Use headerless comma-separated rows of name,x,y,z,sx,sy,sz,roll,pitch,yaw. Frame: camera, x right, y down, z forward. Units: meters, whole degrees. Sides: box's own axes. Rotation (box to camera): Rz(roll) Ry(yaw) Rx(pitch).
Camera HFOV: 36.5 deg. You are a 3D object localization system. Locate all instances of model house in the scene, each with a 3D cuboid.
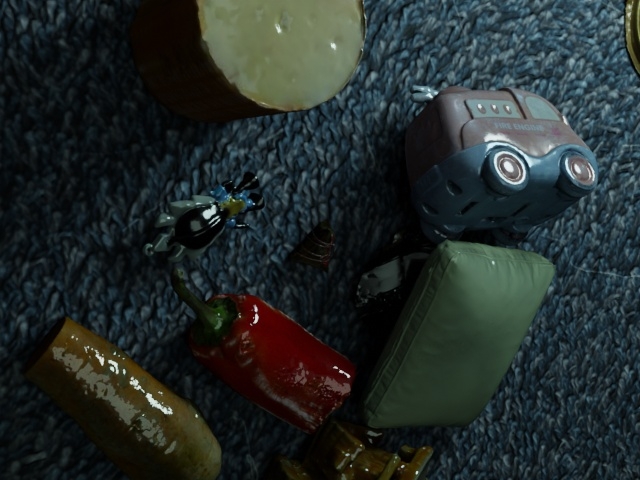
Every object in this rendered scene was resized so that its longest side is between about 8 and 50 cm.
model house,0.020,0.373,1.423,0.229,0.219,0.199,17,95,19

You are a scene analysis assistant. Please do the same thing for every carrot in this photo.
carrot,-0.260,0.236,1.310,0.302,0.139,0.138,42,76,-20

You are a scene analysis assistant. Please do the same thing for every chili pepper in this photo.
chili pepper,-0.113,0.140,1.373,0.338,0.131,0.134,35,103,-27

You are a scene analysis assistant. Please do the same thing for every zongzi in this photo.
zongzi,0.000,0.000,1.451,0.067,0.073,0.083,23,82,-7

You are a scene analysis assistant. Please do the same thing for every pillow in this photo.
pillow,0.205,0.152,1.481,0.255,0.120,0.322,7,114,-38

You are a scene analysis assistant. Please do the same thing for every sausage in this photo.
sausage,-0.100,-0.271,1.268,0.233,0.287,0.233,-2,95,-25

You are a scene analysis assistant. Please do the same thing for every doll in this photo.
doll,-0.167,-0.029,1.372,0.195,0.070,0.096,-31,123,-25

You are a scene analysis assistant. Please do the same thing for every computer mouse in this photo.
computer mouse,0.155,0.054,1.527,0.242,0.077,0.146,-32,104,-20

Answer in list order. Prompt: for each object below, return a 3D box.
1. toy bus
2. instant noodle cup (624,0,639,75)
toy bus,0.267,-0.133,1.499,0.294,0.197,0.231,-2,65,-29
instant noodle cup,0.679,-0.393,1.743,0.274,0.091,0.274,-1,93,-26
